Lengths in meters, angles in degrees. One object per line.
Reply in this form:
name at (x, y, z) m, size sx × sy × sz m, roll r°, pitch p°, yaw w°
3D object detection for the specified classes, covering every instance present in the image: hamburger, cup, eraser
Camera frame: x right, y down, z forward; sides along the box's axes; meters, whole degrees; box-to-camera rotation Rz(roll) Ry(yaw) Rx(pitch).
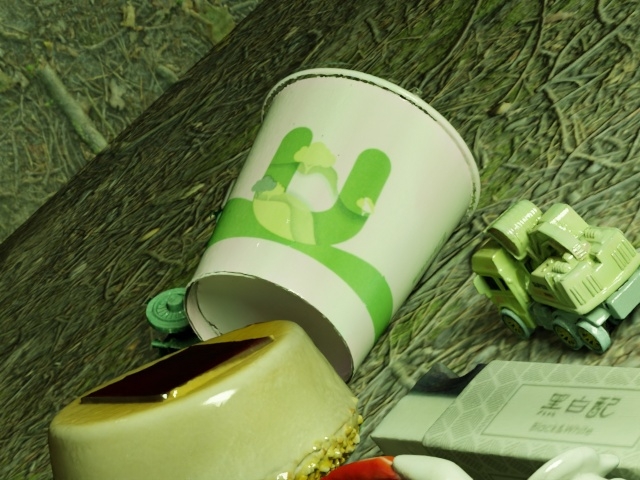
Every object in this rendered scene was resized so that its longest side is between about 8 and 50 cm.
hamburger at (-0.105, 0.192, 1.653) m, size 0.302 × 0.170 × 0.302 m, roll -21°, pitch 8°, yaw 3°
cup at (0.000, 0.000, 1.867) m, size 0.253 × 0.253 × 0.274 m, roll -19°, pitch 33°, yaw 49°
eraser at (0.186, 0.149, 1.304) m, size 0.098 × 0.096 × 0.404 m, roll -47°, pitch 19°, yaw -22°

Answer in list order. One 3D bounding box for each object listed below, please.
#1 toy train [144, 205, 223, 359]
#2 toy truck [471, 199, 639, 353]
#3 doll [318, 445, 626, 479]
toy train at (-0.066, 0.073, 2.028) m, size 0.189 × 0.126 × 0.307 m, roll 15°, pitch 43°, yaw 20°
toy truck at (0.200, 0.022, 1.567) m, size 0.085 × 0.116 × 0.191 m, roll -42°, pitch 17°, yaw -15°
doll at (0.067, 0.228, 1.212) m, size 0.384 × 0.188 × 0.099 m, roll -33°, pitch -11°, yaw 39°
